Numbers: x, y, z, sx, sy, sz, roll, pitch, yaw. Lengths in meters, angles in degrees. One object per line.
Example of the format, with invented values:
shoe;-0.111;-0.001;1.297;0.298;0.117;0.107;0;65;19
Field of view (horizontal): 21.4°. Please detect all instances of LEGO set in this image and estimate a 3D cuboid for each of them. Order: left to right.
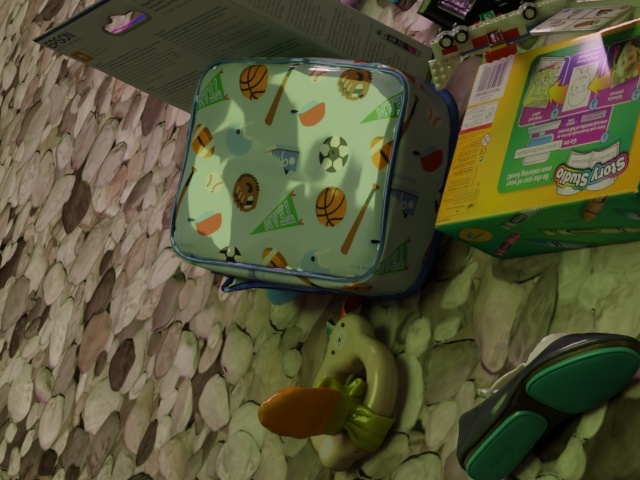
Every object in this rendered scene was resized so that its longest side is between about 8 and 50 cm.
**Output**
LEGO set;0.210;-0.197;1.483;0.182;0.060;0.244;-34;24;-33

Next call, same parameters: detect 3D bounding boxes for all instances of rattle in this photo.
rattle;-0.009;0.114;1.629;0.130;0.143;0.199;118;154;-49

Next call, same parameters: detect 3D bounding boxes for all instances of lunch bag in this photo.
lunch bag;-0.015;-0.059;1.696;0.303;0.115;0.243;7;87;40

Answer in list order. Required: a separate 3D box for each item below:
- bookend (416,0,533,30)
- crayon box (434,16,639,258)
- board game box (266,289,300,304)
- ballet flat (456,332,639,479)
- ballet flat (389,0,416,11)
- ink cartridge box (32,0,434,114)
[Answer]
bookend;0.188;-0.261;1.652;0.157;0.072;0.156;-62;27;8
crayon box;0.222;-0.084;1.431;0.278;0.081;0.165;-9;60;59
board game box;0.000;0.000;1.819;0.133;0.033;0.168;-8;56;65
ballet flat;0.177;0.117;1.362;0.203;0.074;0.074;-47;32;36
ballet flat;0.133;-0.399;1.803;0.107;0.106;0.316;-161;74;-76
ink cartridge box;-0.100;-0.213;1.844;0.324;0.330;0.071;-13;57;57
